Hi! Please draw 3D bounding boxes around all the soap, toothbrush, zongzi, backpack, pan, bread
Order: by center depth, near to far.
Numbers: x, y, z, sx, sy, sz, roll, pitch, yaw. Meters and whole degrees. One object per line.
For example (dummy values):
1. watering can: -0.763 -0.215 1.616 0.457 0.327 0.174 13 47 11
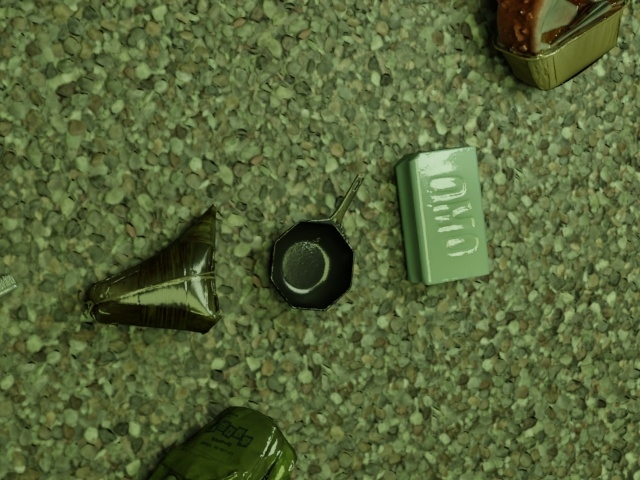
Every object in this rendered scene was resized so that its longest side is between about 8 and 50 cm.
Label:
1. toothbrush: -0.517 0.119 1.490 0.286 0.020 0.025 -31 94 -21
2. backpack: -0.137 0.347 1.566 0.253 0.207 0.140 -54 125 -21
3. zongzi: -0.231 0.030 1.590 0.187 0.084 0.184 5 75 -19
4. pan: 0.010 0.012 1.704 0.202 0.048 0.128 -40 107 -17
5. soap: 0.185 -0.039 1.772 0.119 0.066 0.198 -9 94 -25
6. bread: 0.372 -0.352 1.787 0.224 0.142 0.212 -35 136 -19
